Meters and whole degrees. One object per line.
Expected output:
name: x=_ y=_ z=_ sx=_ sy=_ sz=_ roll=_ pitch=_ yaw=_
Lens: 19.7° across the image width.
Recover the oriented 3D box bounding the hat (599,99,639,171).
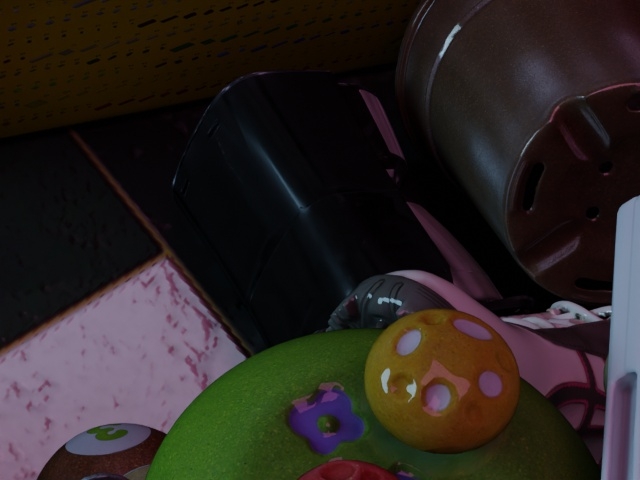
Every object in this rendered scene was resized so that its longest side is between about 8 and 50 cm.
hat: x=0.329 y=-0.070 z=1.085 sx=0.331 sy=0.134 sz=0.331 roll=5 pitch=59 yaw=-9

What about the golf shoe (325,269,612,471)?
golf shoe: x=0.097 y=0.069 z=0.890 sx=0.105 sy=0.273 sz=0.120 roll=13 pitch=68 yaw=39

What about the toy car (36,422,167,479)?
toy car: x=-0.075 y=0.130 z=0.843 sx=0.155 sy=0.188 sz=0.149 roll=-13 pitch=65 yaw=-20

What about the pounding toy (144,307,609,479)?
pounding toy: x=0.052 y=0.088 z=0.652 sx=0.237 sy=0.110 sz=0.183 roll=-2 pitch=56 yaw=-6

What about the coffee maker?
coffee maker: x=0.000 y=0.000 z=0.951 sx=0.171 sy=0.120 sz=0.178 roll=21 pitch=30 yaw=-53

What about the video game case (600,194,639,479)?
video game case: x=0.182 y=0.141 z=0.656 sx=0.204 sy=0.025 sz=0.285 roll=23 pitch=58 yaw=-25

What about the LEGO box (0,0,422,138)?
LEGO box: x=-0.090 y=-0.284 z=1.070 sx=0.500 sy=0.193 sz=0.372 roll=-12 pitch=65 yaw=-20

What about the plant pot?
plant pot: x=0.137 y=-0.059 z=0.968 sx=0.167 sy=0.167 sz=0.165 roll=2 pitch=27 yaw=-12
